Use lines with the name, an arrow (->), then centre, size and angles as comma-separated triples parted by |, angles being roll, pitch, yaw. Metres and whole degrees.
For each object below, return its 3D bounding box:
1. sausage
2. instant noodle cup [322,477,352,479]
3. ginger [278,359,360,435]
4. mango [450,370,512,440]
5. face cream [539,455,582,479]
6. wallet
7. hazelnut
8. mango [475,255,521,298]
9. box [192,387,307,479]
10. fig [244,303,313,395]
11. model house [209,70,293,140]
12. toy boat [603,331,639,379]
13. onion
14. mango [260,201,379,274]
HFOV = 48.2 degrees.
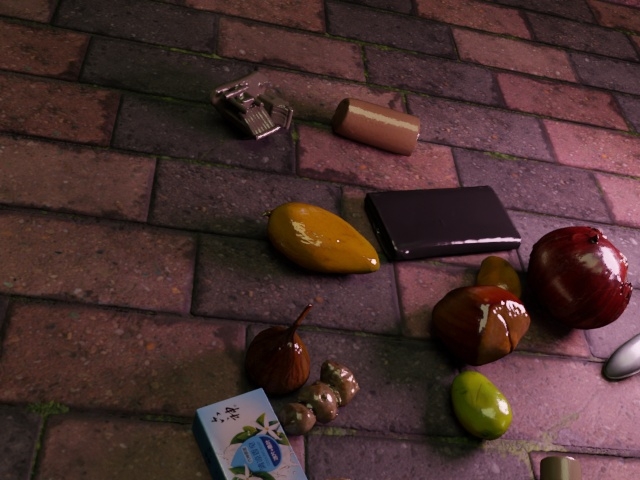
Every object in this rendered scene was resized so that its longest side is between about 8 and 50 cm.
sausage -> 0.161, -0.339, 2.111 | 0.252, 0.123, 0.123 | 15, 46, -4
instant noodle cup -> 0.077, 0.514, 1.212 | 0.230, 0.182, 0.230 | 12, 63, -25
ginger -> -0.007, 0.329, 1.465 | 0.204, 0.080, 0.104 | -38, 101, -39
mango -> 0.343, 0.361, 1.561 | 0.117, 0.089, 0.163 | -21, 46, -24
face cream -> 0.476, 0.599, 1.397 | 0.137, 0.084, 0.341 | 13, 54, -4
wallet -> 0.335, -0.052, 1.949 | 0.405, 0.062, 0.228 | -4, 50, -23
hazelnut -> 0.370, 0.192, 1.675 | 0.212, 0.181, 0.181 | -17, 85, -29
mango -> 0.456, 0.111, 1.825 | 0.115, 0.089, 0.165 | 18, 42, 11
box -> -0.133, 0.411, 1.350 | 0.142, 0.083, 0.232 | -13, 56, -28
fig -> -0.069, 0.222, 1.468 | 0.133, 0.201, 0.146 | -21, 64, -44
model house -> -0.181, -0.366, 2.019 | 0.188, 0.122, 0.229 | 43, 47, 17
toy boat -> 0.808, 0.278, 1.803 | 0.260, 0.085, 0.078 | -27, 60, -23
onion -> 0.646, 0.096, 1.802 | 0.276, 0.276, 0.276 | 10, 47, -10
mango -> 0.000, 0.000, 1.748 | 0.316, 0.119, 0.177 | 20, 37, -7
